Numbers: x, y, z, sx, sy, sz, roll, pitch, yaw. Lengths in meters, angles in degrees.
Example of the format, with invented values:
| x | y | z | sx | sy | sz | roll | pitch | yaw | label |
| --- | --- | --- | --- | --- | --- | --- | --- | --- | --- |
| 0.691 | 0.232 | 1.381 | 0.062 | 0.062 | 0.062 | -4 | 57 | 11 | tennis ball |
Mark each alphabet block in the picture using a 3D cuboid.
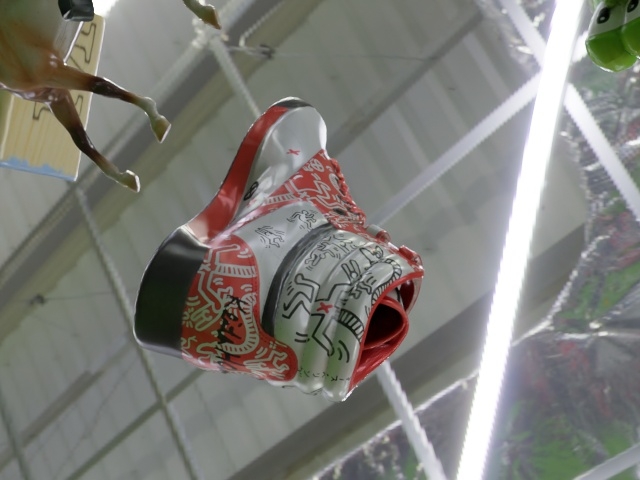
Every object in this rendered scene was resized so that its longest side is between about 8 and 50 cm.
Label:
| x | y | z | sx | sy | sz | roll | pitch | yaw | label |
| --- | --- | --- | --- | --- | --- | --- | --- | --- | --- |
| -0.373 | -0.184 | 1.160 | 0.192 | 0.193 | 0.197 | 11 | -90 | 10 | alphabet block |

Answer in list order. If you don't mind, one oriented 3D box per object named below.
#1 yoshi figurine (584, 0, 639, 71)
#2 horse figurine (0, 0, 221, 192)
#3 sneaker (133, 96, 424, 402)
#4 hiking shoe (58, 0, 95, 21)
| x | y | z | sx | sy | sz | roll | pitch | yaw | label |
| --- | --- | --- | --- | --- | --- | --- | --- | --- | --- |
| 0.301 | -0.330 | 0.999 | 0.203 | 0.362 | 0.203 | 20 | -33 | 1 | yoshi figurine |
| -0.155 | -0.153 | 0.687 | 0.174 | 0.066 | 0.263 | 30 | -75 | -5 | horse figurine |
| 0.000 | 0.001 | 0.674 | 0.145 | 0.270 | 0.090 | 17 | -57 | 8 | sneaker |
| -0.105 | -0.249 | 0.397 | 0.132 | 0.113 | 0.304 | 42 | -39 | 34 | hiking shoe |
